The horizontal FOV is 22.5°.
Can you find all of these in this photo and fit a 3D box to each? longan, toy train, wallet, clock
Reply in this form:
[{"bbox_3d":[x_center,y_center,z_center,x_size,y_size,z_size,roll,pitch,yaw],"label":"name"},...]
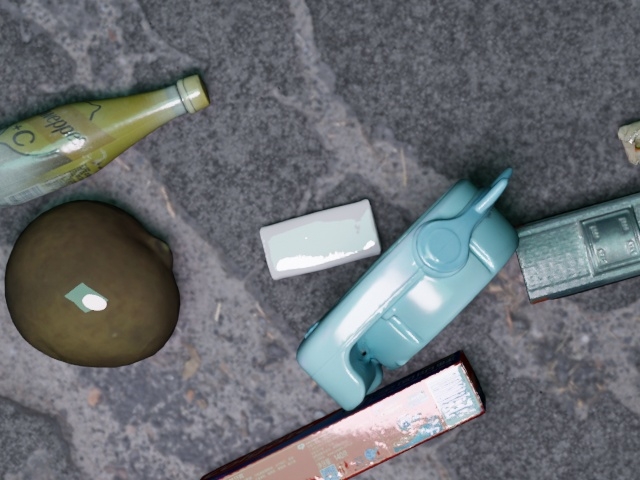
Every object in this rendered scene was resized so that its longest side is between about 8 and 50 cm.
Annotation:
[{"bbox_3d":[-0.236,0.049,1.665,0.189,0.189,0.189,0,95,6],"label":"longan"},{"bbox_3d":[0.397,-0.027,1.633,0.409,0.089,0.086,-16,88,7],"label":"toy train"},{"bbox_3d":[0.000,0.000,1.705,0.122,0.025,0.061,-15,95,7],"label":"wallet"},{"bbox_3d":[0.101,0.040,1.590,0.274,0.223,0.094,-44,90,13],"label":"clock"}]

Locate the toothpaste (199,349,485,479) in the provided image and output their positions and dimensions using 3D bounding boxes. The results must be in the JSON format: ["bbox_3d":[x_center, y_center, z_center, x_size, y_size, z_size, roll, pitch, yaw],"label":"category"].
[{"bbox_3d":[0.020,0.217,1.696,0.320,0.076,0.066,-26,92,7],"label":"toothpaste"}]

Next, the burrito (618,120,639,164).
[{"bbox_3d":[0.400,-0.115,1.645,0.188,0.045,0.058,-13,100,5],"label":"burrito"}]

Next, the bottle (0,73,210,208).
[{"bbox_3d":[-0.245,-0.111,1.692,0.269,0.083,0.083,-23,92,4],"label":"bottle"}]
